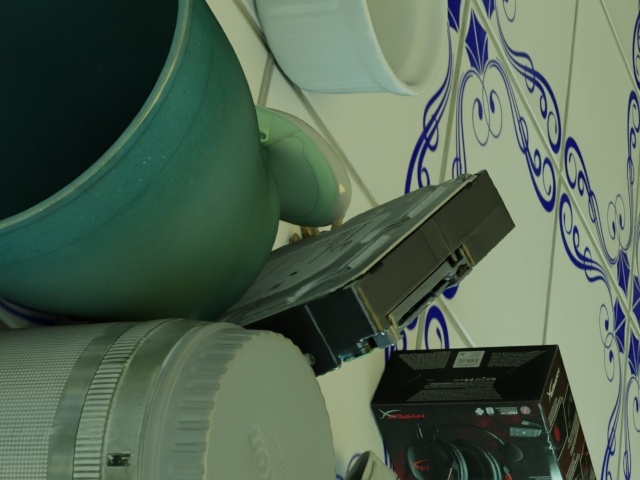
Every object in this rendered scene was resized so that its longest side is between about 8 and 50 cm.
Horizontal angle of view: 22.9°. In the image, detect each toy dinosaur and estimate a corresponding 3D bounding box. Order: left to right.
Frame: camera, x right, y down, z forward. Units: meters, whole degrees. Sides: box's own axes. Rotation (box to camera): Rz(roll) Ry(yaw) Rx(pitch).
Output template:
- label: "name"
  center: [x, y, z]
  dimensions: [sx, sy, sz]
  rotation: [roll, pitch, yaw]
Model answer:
- label: "toy dinosaur"
  center: [0.000, 0.000, 1.746]
  dimensions: [0.183, 0.053, 0.093]
  rotation: [-35, 133, -54]

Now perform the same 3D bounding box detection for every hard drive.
- label: "hard drive"
  center: [-0.036, 0.058, 1.258]
  dimensions: [0.237, 0.339, 0.064]
  rotation: [-39, 103, -51]

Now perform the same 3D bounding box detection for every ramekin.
- label: "ramekin"
  center: [0.033, -0.291, 1.746]
  dimensions: [0.277, 0.135, 0.277]
  rotation: [-4, 90, -66]

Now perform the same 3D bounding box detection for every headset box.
- label: "headset box"
  center: [0.212, 0.275, 1.944]
  dimensions: [0.110, 0.218, 0.293]
  rotation: [-62, 140, -48]

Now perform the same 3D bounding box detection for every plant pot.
- label: "plant pot"
  center: [-0.157, -0.062, 1.116]
  dimensions: [0.255, 0.271, 0.272]
  rotation: [49, 43, -53]

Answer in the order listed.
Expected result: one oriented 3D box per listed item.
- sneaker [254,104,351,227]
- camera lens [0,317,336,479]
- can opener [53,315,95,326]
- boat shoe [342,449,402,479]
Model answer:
- label: "sneaker"
  center: [-0.105, -0.074, 1.320]
  dimensions: [0.151, 0.256, 0.094]
  rotation: [-33, 153, -58]
- label: "camera lens"
  center: [-0.153, 0.166, 1.083]
  dimensions: [0.219, 0.274, 0.219]
  rotation: [-5, 90, -66]
- label: "can opener"
  center: [-0.167, -0.016, 1.357]
  dimensions: [0.280, 0.074, 0.093]
  rotation: [-53, 167, -54]
- label: "boat shoe"
  center: [0.019, 0.307, 1.704]
  dimensions: [0.076, 0.083, 0.226]
  rotation: [53, 31, -4]
